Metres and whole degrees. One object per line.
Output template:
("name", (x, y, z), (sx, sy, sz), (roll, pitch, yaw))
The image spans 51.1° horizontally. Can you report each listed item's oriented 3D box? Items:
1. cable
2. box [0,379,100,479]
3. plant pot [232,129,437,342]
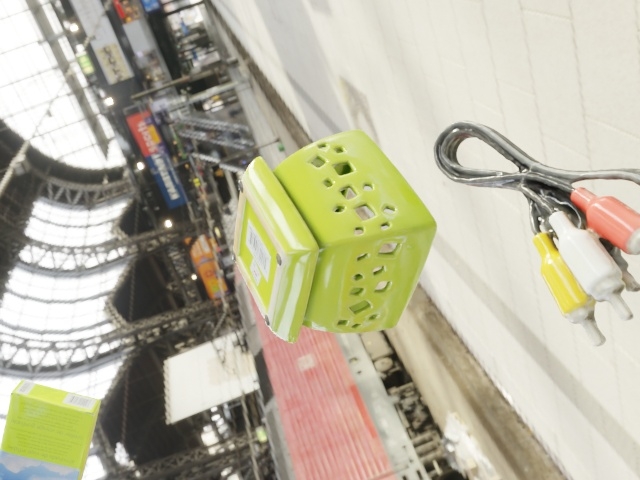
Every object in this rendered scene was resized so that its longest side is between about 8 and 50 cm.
("cable", (0.206, -0.048, 0.624), (0.287, 0.072, 0.139), (52, 127, 35))
("box", (-0.362, 0.280, 0.878), (0.042, 0.109, 0.178), (-96, 23, -74))
("plant pot", (0.000, 0.000, 0.967), (0.228, 0.207, 0.227), (58, 149, 37))
